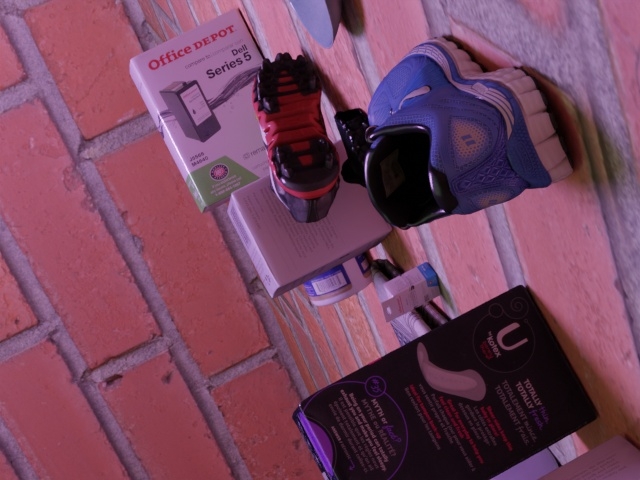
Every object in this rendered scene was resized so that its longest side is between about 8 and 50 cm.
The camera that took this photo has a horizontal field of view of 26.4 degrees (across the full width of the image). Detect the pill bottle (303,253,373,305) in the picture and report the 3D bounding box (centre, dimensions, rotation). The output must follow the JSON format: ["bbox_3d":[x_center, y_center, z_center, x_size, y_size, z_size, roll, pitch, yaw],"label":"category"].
[{"bbox_3d":[0.000,0.000,2.187,0.186,0.112,0.112,65,171,-12],"label":"pill bottle"}]

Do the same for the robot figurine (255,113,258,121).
[{"bbox_3d":[-0.057,-0.182,2.124,0.115,0.067,0.101,60,163,16],"label":"robot figurine"}]

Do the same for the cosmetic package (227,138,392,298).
[{"bbox_3d":[-0.019,-0.029,1.958,0.151,0.184,0.151,63,172,5],"label":"cosmetic package"}]

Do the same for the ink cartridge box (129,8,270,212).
[{"bbox_3d":[-0.167,-0.212,2.243,0.273,0.198,0.115,62,171,1],"label":"ink cartridge box"}]

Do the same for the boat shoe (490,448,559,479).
[{"bbox_3d":[0.221,0.278,1.733,0.258,0.095,0.084,39,163,50],"label":"boat shoe"}]

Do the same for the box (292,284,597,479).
[{"bbox_3d":[0.125,0.185,1.451,0.165,0.270,0.143,62,172,8],"label":"box"}]

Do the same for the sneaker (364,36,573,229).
[{"bbox_3d":[0.092,-0.094,1.223,0.129,0.147,0.330,65,172,-15],"label":"sneaker"}]

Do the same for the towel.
[{"bbox_3d":[0.180,0.212,1.948,0.324,0.056,0.312,47,162,60],"label":"towel"}]

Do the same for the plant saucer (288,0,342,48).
[{"bbox_3d":[-0.017,-0.315,1.568,0.195,0.037,0.195,61,172,14],"label":"plant saucer"}]

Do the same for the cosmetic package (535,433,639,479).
[{"bbox_3d":[0.254,0.321,1.251,0.138,0.224,0.225,67,171,-22],"label":"cosmetic package"}]

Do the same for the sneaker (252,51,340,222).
[{"bbox_3d":[-0.034,-0.134,1.850,0.135,0.098,0.276,85,173,-49],"label":"sneaker"}]

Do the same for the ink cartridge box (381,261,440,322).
[{"bbox_3d":[0.114,0.069,1.804,0.028,0.083,0.048,56,169,40],"label":"ink cartridge box"}]

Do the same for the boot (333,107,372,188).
[{"bbox_3d":[0.044,-0.123,1.778,0.099,0.045,0.121,67,169,-17],"label":"boot"}]
